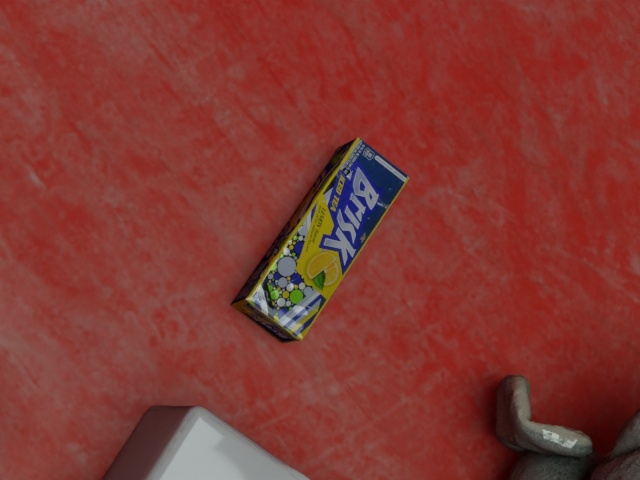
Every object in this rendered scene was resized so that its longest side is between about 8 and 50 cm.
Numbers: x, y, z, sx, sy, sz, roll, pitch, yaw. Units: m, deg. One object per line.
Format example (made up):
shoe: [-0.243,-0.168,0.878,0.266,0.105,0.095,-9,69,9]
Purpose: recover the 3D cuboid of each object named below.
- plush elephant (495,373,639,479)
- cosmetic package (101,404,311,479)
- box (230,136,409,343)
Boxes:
plush elephant: [0.263,0.228,1.104,0.330,0.255,0.271,-1,94,-27]
cosmetic package: [-0.140,0.366,0.978,0.230,0.161,0.453,37,74,-12]
box: [0.000,0.000,1.125,0.059,0.054,0.169,37,74,-11]
